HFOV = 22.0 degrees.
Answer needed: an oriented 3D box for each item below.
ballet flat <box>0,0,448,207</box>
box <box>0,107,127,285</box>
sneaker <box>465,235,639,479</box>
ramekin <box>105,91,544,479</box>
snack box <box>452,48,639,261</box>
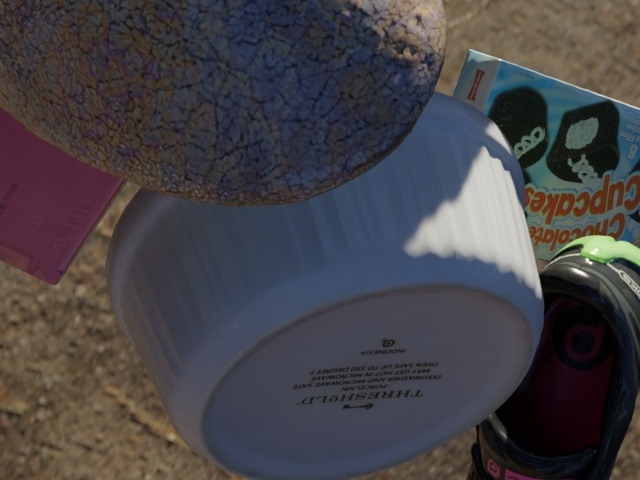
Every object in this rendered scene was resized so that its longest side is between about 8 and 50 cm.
[{"bbox_3d":[-0.092,-0.128,0.388,0.107,0.106,0.316,-42,59,-4],"label":"ballet flat"},{"bbox_3d":[-0.110,-0.141,0.835,0.117,0.213,0.243,29,52,-11],"label":"box"},{"bbox_3d":[0.194,0.229,1.549,0.185,0.483,0.202,12,5,27],"label":"sneaker"},{"bbox_3d":[0.012,0.041,1.007,0.272,0.273,0.127,-3,51,-21],"label":"ramekin"},{"bbox_3d":[0.255,-0.071,1.754,0.322,0.187,0.060,13,10,-39],"label":"snack box"}]
